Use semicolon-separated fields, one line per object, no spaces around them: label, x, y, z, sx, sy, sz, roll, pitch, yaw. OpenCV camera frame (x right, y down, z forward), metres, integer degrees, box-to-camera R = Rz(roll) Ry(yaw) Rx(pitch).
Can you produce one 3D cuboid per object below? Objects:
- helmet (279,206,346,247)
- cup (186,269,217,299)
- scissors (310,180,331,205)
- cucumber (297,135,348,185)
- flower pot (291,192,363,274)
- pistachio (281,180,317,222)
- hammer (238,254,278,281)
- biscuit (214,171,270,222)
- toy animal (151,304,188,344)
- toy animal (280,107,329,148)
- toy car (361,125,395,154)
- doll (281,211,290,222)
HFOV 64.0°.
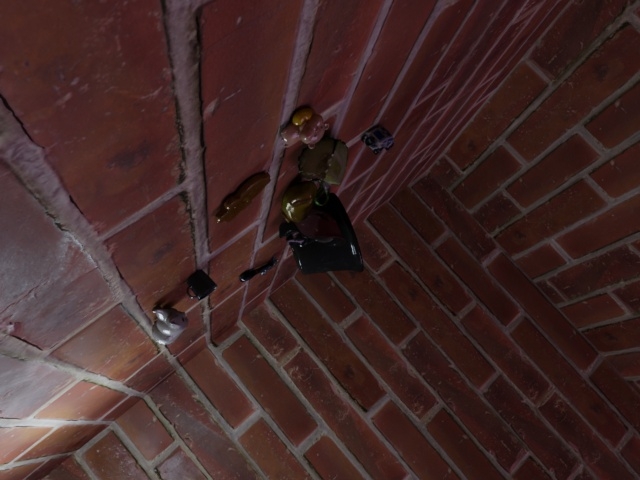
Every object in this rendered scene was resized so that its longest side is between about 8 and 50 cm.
helmet;-0.034;-0.055;1.937;0.253;0.154;0.198;-9;163;28
cup;-0.409;0.153;1.720;0.100;0.077;0.078;-35;170;-43
scissors;0.032;-0.221;1.854;0.027;0.101;0.204;7;-128;50
cucumber;0.015;-0.236;1.555;0.325;0.105;0.145;-1;112;-78
flower pot;0.000;0.000;2.173;0.251;0.379;0.379;-19;170;-5
pistachio;-0.069;-0.141;1.694;0.189;0.100;0.110;110;6;-57
hammer;-0.290;0.141;2.396;0.137;0.037;0.290;-44;172;23
biscuit;-0.212;-0.114;1.376;0.184;0.027;0.133;-46;170;24
toy animal;-0.513;0.271;1.776;0.131;0.103;0.221;-34;170;-35
toy animal;-0.035;-0.259;1.214;0.114;0.082;0.091;-40;171;-5
toy car;0.212;-0.366;1.848;0.070;0.080;0.171;-48;169;33
doll;-0.077;-0.119;1.850;0.127;0.073;0.084;-36;178;1
